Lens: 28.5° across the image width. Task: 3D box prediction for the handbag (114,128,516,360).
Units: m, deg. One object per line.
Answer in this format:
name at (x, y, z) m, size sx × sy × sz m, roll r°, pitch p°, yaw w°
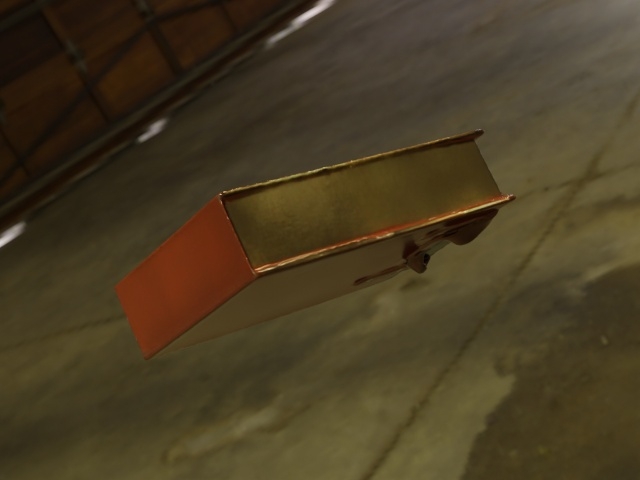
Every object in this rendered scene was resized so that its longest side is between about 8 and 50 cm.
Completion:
handbag at (0.000, 0.000, 0.682) m, size 0.190 × 0.062 × 0.127 m, roll -16°, pitch -14°, yaw -38°
